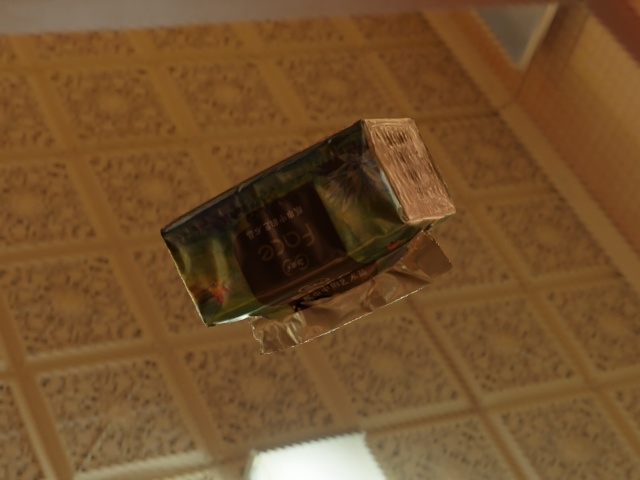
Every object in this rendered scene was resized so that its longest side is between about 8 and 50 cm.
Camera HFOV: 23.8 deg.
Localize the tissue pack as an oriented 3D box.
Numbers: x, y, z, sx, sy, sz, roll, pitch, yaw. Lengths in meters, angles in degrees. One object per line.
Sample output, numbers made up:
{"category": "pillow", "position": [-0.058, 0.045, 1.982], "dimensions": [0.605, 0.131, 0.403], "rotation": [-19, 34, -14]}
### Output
{"category": "tissue pack", "position": [0.001, 0.000, 0.699], "dimensions": [0.079, 0.111, 0.085], "rotation": [65, -160, 4]}
